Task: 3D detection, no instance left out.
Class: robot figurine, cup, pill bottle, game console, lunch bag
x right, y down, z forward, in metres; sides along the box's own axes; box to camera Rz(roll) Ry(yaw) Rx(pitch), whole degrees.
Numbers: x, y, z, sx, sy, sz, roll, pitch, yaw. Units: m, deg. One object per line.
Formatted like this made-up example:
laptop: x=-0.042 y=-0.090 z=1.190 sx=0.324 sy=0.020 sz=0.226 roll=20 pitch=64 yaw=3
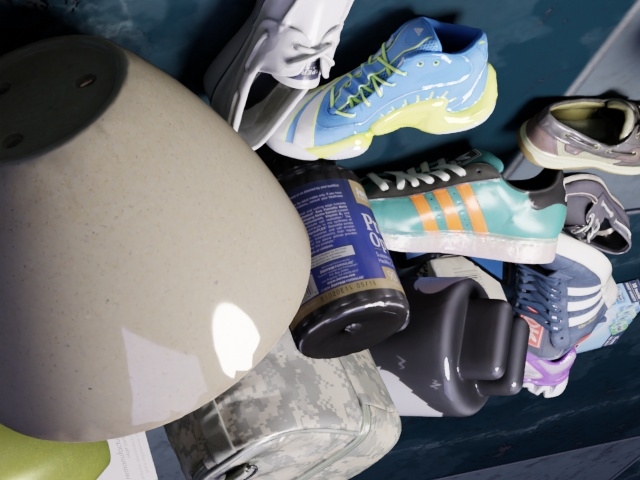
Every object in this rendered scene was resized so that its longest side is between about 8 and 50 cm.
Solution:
robot figurine: x=0.109 y=0.132 z=1.834 sx=0.278 sy=0.209 sz=0.173 roll=-1 pitch=-153 yaw=29
cup: x=-0.198 y=-0.032 z=1.278 sx=0.331 sy=0.331 sz=0.237 roll=-21 pitch=129 yaw=1
pill bottle: x=0.000 y=0.000 z=1.538 sx=0.122 sy=0.219 sz=0.123 roll=-16 pitch=155 yaw=-8
game console: x=0.161 y=0.015 z=1.849 sx=0.124 sy=0.085 sz=0.144 roll=-19 pitch=155 yaw=-3
lunch bag: x=-0.090 y=0.131 z=1.650 sx=0.212 sy=0.305 sz=0.256 roll=-32 pitch=156 yaw=17

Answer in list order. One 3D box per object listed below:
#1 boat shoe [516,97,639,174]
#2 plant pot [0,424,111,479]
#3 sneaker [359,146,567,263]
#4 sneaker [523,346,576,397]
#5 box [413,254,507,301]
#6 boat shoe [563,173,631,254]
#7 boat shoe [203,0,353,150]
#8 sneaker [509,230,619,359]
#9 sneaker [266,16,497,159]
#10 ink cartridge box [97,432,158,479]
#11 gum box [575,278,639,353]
boat shoe: x=0.331 y=-0.124 z=1.703 sx=0.223 sy=0.080 sz=0.073 roll=-3 pitch=155 yaw=-24
plant pot: x=-0.409 y=0.277 z=1.791 sx=0.293 sy=0.275 sz=0.275 roll=-28 pitch=159 yaw=-23
sneaker: x=0.135 y=-0.052 z=1.694 sx=0.302 sy=0.108 sz=0.121 roll=5 pitch=105 yaw=-19
sneaker: x=0.269 y=0.157 z=2.176 sx=0.236 sy=0.095 sz=0.104 roll=8 pitch=143 yaw=-19
box: x=0.148 y=0.131 z=2.045 sx=0.094 sy=0.113 sz=0.275 roll=-5 pitch=150 yaw=-28
boat shoe: x=0.345 y=-0.030 z=1.918 sx=0.075 sy=0.065 sz=0.206 roll=-31 pitch=153 yaw=23
boat shoe: x=-0.020 y=-0.173 z=1.333 sx=0.095 sy=0.084 sz=0.258 roll=-5 pitch=151 yaw=-30
sneaker: x=0.296 y=0.073 z=1.961 sx=0.148 sy=0.131 sz=0.350 roll=-55 pitch=151 yaw=-3
sneaker: x=0.056 y=-0.158 z=1.450 sx=0.240 sy=0.091 sz=0.126 roll=-13 pitch=136 yaw=-14
ink cartridge box: x=-0.390 y=0.363 z=1.994 sx=0.353 sy=0.207 sz=0.119 roll=-2 pitch=151 yaw=-35
gum box: x=0.386 y=0.130 z=2.300 sx=0.184 sy=0.041 sz=0.157 roll=-13 pitch=154 yaw=-17
